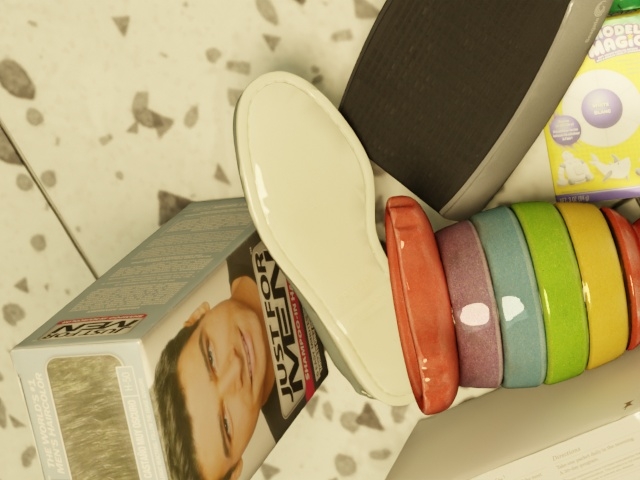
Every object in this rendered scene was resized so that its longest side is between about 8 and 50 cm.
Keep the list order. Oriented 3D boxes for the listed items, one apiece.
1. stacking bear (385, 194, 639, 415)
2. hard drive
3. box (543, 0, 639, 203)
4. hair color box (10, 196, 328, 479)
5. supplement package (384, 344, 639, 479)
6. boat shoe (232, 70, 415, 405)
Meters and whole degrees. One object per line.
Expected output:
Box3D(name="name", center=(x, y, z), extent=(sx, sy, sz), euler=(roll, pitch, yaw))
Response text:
Box3D(name="stacking bear", center=(0.208, 0.036, 1.392), extent=(0.289, 0.164, 0.175), euler=(-10, 78, -2))
Box3D(name="hard drive", center=(0.115, -0.147, 1.406), extent=(0.172, 0.054, 0.254), euler=(40, 125, 14))
Box3D(name="box", center=(0.235, -0.123, 1.413), extent=(0.105, 0.043, 0.179), euler=(-7, 104, 20))
Box3D(name="hair color box", center=(-0.110, 0.103, 1.421), extent=(0.114, 0.374, 0.185), euler=(-5, 107, 20))
Box3D(name="supplement package", center=(0.201, 0.208, 1.449), extent=(0.262, 0.204, 0.145), euler=(-25, 100, 24))
Box3D(name="boat shoe", center=(0.000, 0.000, 1.486), extent=(0.116, 0.099, 0.319), euler=(-32, 108, -17))
